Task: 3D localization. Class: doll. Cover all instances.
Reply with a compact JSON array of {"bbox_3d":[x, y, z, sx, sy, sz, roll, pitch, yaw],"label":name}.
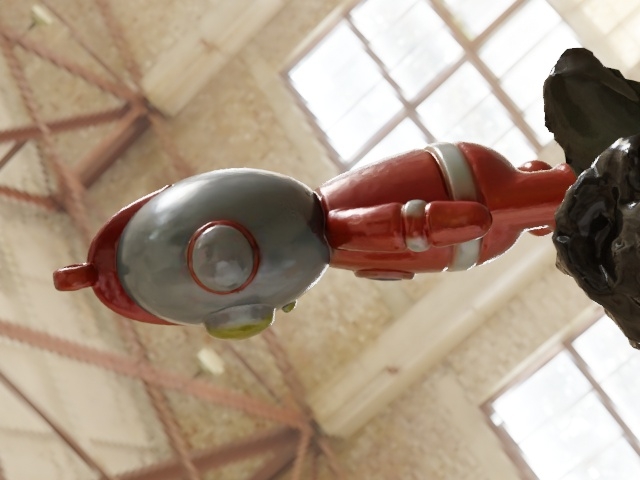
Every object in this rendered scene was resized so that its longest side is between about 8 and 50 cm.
[{"bbox_3d":[0.000,0.000,0.921,0.200,0.336,0.105,-149,51,-80],"label":"doll"}]

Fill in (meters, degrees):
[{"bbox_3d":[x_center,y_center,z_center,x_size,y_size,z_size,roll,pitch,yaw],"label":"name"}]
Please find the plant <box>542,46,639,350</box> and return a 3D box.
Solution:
[{"bbox_3d":[0.153,-0.002,0.455,0.142,0.131,0.203,39,-178,-31],"label":"plant"}]
